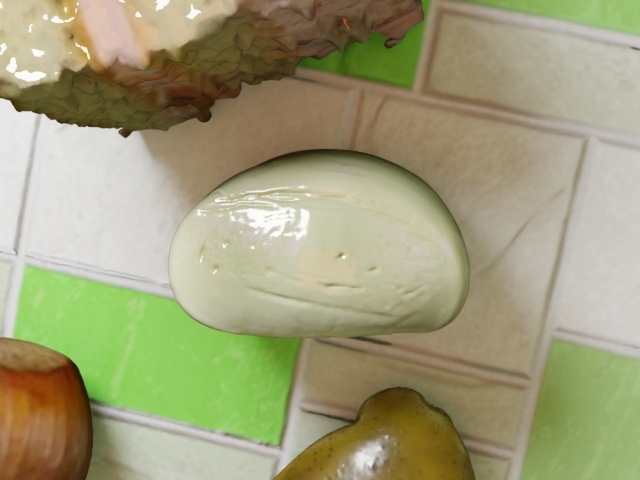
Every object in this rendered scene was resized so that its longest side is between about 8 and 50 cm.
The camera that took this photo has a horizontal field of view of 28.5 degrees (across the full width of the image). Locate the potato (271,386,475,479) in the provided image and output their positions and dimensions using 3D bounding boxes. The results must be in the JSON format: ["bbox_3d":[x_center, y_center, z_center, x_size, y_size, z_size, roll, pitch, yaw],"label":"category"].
[{"bbox_3d":[0.014,0.308,1.143,0.195,0.176,0.369,34,93,45],"label":"potato"}]

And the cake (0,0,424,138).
[{"bbox_3d":[-0.114,-0.258,1.015,0.307,0.314,0.293,-19,91,12],"label":"cake"}]

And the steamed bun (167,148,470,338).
[{"bbox_3d":[0.000,0.000,1.078,0.250,0.200,0.155,-2,95,6],"label":"steamed bun"}]

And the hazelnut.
[{"bbox_3d":[-0.313,0.187,1.150,0.214,0.176,0.214,-2,70,5],"label":"hazelnut"}]
